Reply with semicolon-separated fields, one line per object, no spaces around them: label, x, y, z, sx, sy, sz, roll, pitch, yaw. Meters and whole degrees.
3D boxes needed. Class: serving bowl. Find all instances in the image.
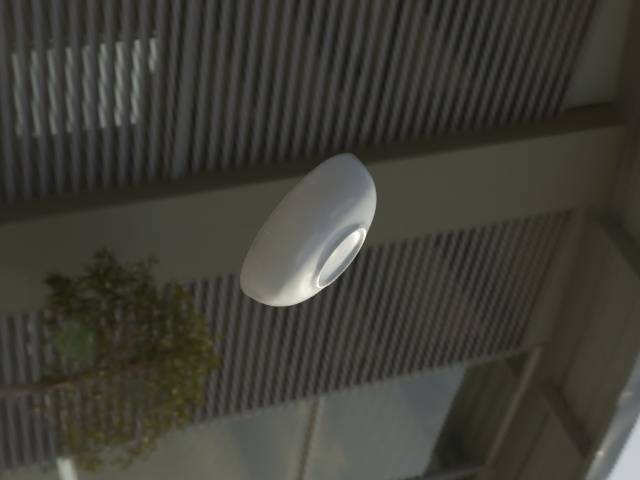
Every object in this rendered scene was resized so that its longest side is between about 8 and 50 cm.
serving bowl;0.000;0.000;0.562;0.027;0.083;0.083;38;-36;17
